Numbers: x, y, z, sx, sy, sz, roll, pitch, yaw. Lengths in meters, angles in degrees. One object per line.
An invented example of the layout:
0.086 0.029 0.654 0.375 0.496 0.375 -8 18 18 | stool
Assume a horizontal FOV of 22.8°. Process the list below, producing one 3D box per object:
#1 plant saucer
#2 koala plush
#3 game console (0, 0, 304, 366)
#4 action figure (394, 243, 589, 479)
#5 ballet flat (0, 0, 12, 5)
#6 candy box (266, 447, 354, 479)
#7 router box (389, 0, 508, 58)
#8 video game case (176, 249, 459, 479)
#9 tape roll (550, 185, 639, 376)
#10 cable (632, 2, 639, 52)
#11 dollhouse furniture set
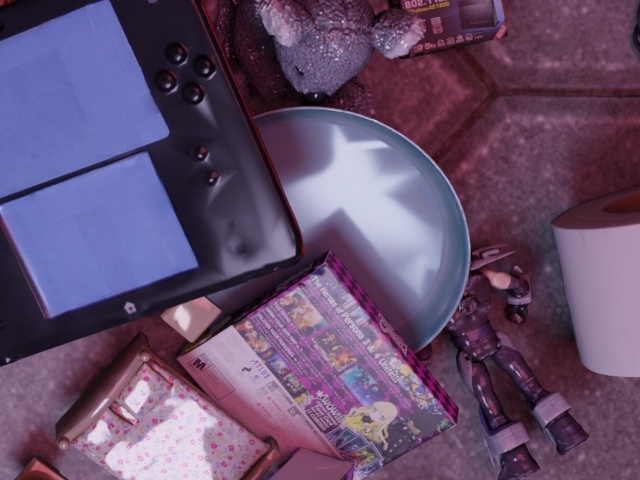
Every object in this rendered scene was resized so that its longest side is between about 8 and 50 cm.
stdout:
0.000 0.000 1.674 0.318 0.043 0.317 4 116 7 | plant saucer
-0.009 -0.215 1.625 0.196 0.221 0.203 9 92 -16 | koala plush
-0.247 -0.073 1.568 0.387 0.060 0.342 -19 102 15 | game console
0.179 0.125 1.775 0.185 0.099 0.285 -28 87 -5 | action figure
-0.343 -0.241 1.604 0.080 0.073 0.232 -34 103 -9 | ballet flat
-0.036 0.343 1.665 0.070 0.165 0.196 16 112 19 | candy box
0.140 -0.258 1.759 0.123 0.038 0.092 -14 98 -14 | router box
-0.003 0.154 1.701 0.210 0.042 0.232 -34 105 23 | video game case
0.391 0.032 1.749 0.246 0.246 0.169 -15 99 -14 | tape roll
0.443 -0.255 1.849 0.151 0.047 0.184 24 85 -21 | cable
-0.131 0.282 1.622 0.303 0.174 0.355 40 96 -16 | dollhouse furniture set
